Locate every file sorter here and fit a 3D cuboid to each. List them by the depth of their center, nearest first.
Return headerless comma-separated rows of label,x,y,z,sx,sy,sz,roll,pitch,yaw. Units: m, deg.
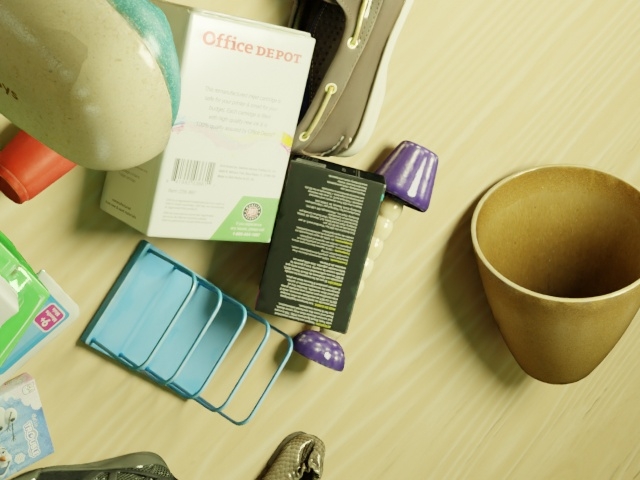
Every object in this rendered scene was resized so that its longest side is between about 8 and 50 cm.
file sorter,-0.128,0.100,1.108,0.170,0.104,0.118,38,80,-43

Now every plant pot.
plant pot,0.321,0.069,1.437,0.237,0.237,0.254,-38,143,-24

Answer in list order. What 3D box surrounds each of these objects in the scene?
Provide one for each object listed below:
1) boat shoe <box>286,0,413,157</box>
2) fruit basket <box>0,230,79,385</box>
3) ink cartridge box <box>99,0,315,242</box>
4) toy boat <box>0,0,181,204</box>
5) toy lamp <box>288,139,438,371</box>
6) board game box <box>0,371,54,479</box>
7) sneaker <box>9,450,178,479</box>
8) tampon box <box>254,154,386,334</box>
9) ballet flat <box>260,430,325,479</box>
boat shoe,0.021,-0.241,1.100,0.097,0.117,0.324,-4,115,-44
fruit basket,-0.397,0.084,0.822,0.353,0.165,0.327,-46,131,-14
ink cartridge box,-0.107,-0.113,1.048,0.154,0.093,0.212,3,107,-43
toy boat,-0.211,-0.148,0.859,0.148,0.267,0.318,-47,171,-24
toy lamp,0.056,0.015,1.260,0.080,0.080,0.274,27,91,-45
board game box,-0.307,0.185,1.041,0.090,0.020,0.090,-28,123,-33
sneaker,-0.230,0.282,1.075,0.228,0.130,0.087,-5,111,-34
tampon box,0.000,0.000,1.150,0.101,0.120,0.161,15,98,0
ballet flat,-0.068,0.342,1.292,0.250,0.058,0.084,-55,133,-10
